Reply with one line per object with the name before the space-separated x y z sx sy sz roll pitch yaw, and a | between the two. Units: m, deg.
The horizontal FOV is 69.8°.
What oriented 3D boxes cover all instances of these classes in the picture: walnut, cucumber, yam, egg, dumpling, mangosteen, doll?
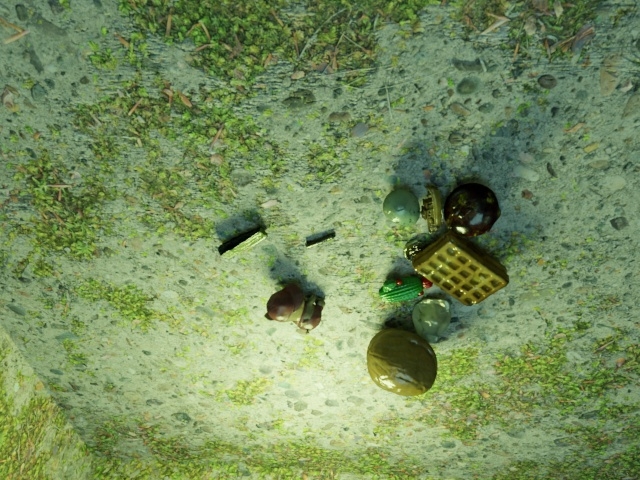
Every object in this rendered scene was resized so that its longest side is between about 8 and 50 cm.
walnut | 0.366 0.548 2.054 0.334 0.332 0.332 3 128 4
cucumber | -0.314 -0.001 1.854 0.212 0.062 0.078 -31 153 19
yam | 0.000 0.000 1.838 0.130 0.027 0.033 -23 124 21
egg | 0.297 -0.110 1.656 0.132 0.131 0.164 -26 127 23
dumpling | 0.483 0.334 2.007 0.167 0.126 0.215 24 147 21
mangosteen | 0.547 -0.103 1.624 0.217 0.192 0.192 9 137 -43
doll | -0.112 0.293 2.003 0.256 0.152 0.196 26 95 -33

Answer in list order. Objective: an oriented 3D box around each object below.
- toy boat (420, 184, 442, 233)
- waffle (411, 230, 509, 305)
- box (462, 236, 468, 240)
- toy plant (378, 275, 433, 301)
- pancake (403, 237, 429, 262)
toy boat | 0.403 -0.113 1.681 0.072 0.064 0.205 -17 126 -2
waffle | 0.546 0.112 1.789 0.328 0.098 0.224 33 126 -16
box | 0.569 0.072 1.835 0.122 0.032 0.220 -30 121 27
toy plant | 0.366 0.205 1.929 0.241 0.088 0.154 -4 140 -4
pancake | 0.393 0.050 1.842 0.130 0.022 0.116 28 126 -10
